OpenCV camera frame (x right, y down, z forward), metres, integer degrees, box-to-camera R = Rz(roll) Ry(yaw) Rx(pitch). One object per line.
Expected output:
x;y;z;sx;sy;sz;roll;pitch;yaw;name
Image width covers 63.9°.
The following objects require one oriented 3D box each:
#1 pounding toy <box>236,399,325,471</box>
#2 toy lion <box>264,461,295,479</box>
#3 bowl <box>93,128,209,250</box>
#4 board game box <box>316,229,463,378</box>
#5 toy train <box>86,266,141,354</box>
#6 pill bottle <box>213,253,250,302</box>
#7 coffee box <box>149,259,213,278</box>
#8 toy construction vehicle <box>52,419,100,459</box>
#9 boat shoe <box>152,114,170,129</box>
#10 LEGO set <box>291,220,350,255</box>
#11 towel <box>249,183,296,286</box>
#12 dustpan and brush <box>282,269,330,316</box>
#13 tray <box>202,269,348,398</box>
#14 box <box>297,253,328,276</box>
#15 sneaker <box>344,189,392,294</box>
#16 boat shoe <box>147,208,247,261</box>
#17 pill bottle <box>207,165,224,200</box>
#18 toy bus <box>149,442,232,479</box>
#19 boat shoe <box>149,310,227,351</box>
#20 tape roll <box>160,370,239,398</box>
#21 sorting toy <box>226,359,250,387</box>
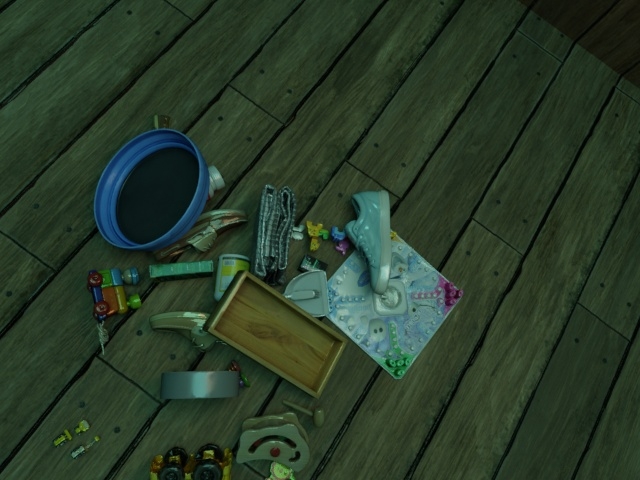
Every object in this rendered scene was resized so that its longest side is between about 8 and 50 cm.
-0.114;0.583;1.534;0.269;0.155;0.154;-8;102;-2;pounding toy
-0.113;0.701;1.526;0.100;0.034;0.096;41;63;1;toy lion
-0.510;-0.149;1.562;0.390;0.077;0.392;-8;68;20;bowl
0.237;0.191;1.730;0.390;0.050;0.390;42;70;2;board game box
-0.601;0.201;1.533;0.143;0.105;0.248;-12;77;-28;toy train
-0.279;0.141;1.608;0.103;0.103;0.184;6;74;-10;pill bottle
-0.427;0.096;1.586;0.184;0.113;0.041;-4;79;-14;coffee box
-0.685;0.563;1.445;0.098;0.035;0.086;-39;74;-21;toy construction vehicle
-0.519;-0.341;1.713;0.060;0.064;0.178;-8;74;-12;boat shoe
0.000;0.000;1.715;0.227;0.087;0.093;12;72;-7;LEGO set
-0.146;-0.003;1.608;0.121;0.235;0.284;7;73;-11;towel
-0.083;0.178;1.650;0.211;0.060;0.148;-9;86;20;dustpan and brush
-0.128;0.286;1.550;0.410;0.076;0.203;37;70;-20;tray
-0.026;0.089;1.697;0.083;0.062;0.052;26;72;-4;box
0.151;0.005;1.680;0.150;0.135;0.366;1;62;0;sneaker
-0.383;-0.015;1.630;0.324;0.123;0.117;-17;82;-6;boat shoe
-0.408;-0.167;1.664;0.180;0.108;0.108;-32;83;-18;pill bottle
-0.356;0.695;1.429;0.220;0.149;0.212;0;91;-10;toy bus
-0.343;0.278;1.546;0.340;0.122;0.110;6;73;-11;boat shoe
-0.340;0.410;1.458;0.219;0.219;0.072;2;75;-11;tape roll
-0.254;0.414;1.560;0.042;0.061;0.102;-30;60;-17;sorting toy
